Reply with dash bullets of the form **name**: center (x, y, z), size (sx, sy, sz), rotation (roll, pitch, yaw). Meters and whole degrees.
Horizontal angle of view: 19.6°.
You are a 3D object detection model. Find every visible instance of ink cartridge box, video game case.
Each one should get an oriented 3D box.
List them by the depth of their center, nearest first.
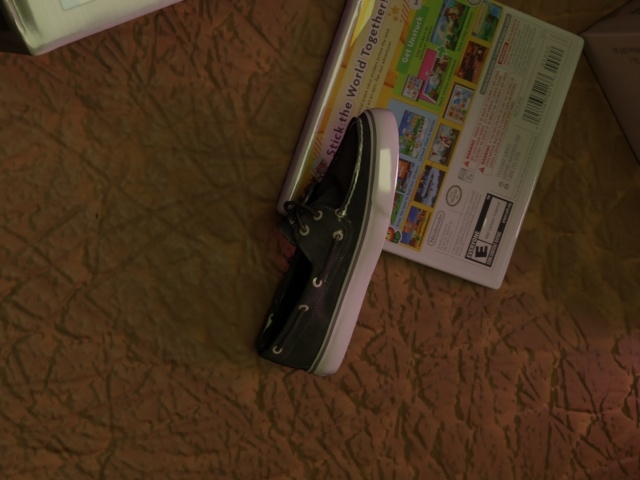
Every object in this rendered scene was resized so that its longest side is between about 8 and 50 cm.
- **ink cartridge box**: center (-0.073, -0.236, 1.314), size (0.385, 0.308, 0.091), rotation (-24, 103, -16)
- **video game case**: center (0.093, -0.097, 1.534), size (0.206, 0.026, 0.227), rotation (19, 89, -20)

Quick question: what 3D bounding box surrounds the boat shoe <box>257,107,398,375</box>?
- **boat shoe**: center (0.000, 0.000, 1.465), size (0.076, 0.080, 0.229), rotation (9, 116, -18)

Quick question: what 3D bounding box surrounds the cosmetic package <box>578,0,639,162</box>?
- **cosmetic package**: center (0.356, -0.066, 1.557), size (0.113, 0.160, 0.309), rotation (-31, 103, -13)
